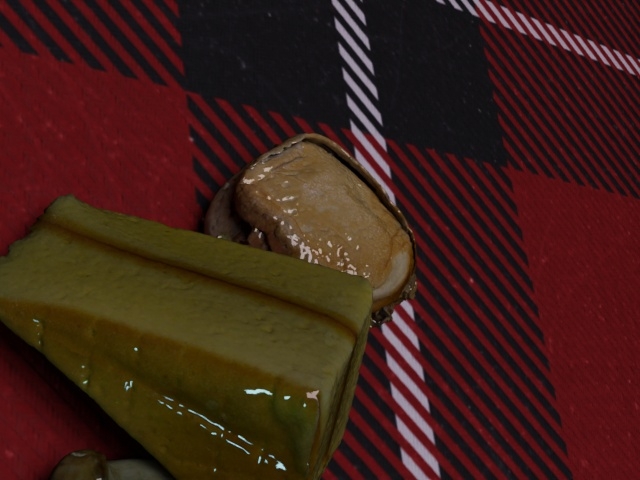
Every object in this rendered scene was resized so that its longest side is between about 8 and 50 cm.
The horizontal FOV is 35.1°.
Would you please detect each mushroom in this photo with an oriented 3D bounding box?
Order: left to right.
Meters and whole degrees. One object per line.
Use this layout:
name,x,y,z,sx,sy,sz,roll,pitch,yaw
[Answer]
mushroom,-0.122,0.278,1.012,0.333,0.087,0.107,19,63,-38

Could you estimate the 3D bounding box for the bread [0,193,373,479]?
bread,-0.149,0.124,1.028,0.361,0.245,0.233,18,28,7

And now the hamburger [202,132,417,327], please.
hamburger,0.000,0.000,1.208,0.285,0.146,0.243,17,54,-28
